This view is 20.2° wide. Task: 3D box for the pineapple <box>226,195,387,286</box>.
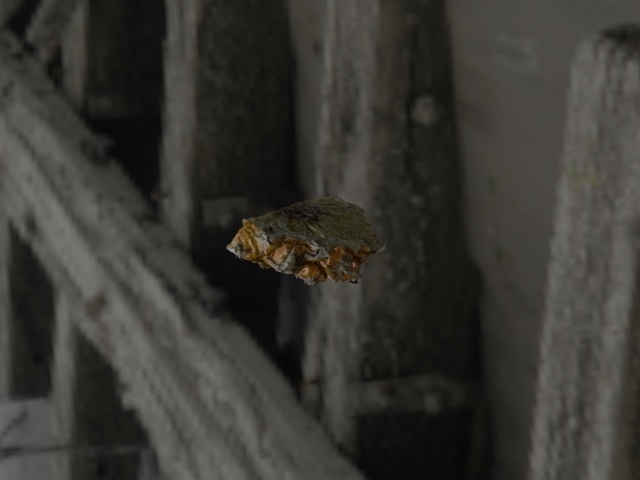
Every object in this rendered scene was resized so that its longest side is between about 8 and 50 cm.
[{"bbox_3d":[0.000,0.000,0.739,0.045,0.083,0.019,35,115,23],"label":"pineapple"}]
